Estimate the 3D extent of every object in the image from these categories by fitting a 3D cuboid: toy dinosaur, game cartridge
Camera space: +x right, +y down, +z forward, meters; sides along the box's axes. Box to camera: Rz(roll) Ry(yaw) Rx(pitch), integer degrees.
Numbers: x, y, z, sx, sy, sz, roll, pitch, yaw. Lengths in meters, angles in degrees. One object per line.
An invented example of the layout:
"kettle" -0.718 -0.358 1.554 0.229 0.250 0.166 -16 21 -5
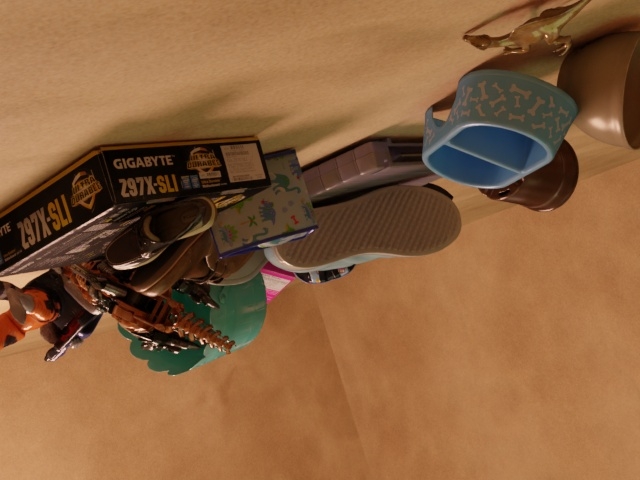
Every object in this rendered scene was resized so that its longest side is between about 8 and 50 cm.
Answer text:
"toy dinosaur" -0.274 0.100 1.449 0.164 0.322 0.218 -44 156 5
"toy dinosaur" 0.252 -0.237 1.029 0.183 0.053 0.093 -21 172 32
"game cartridge" 0.098 -0.119 1.659 0.230 0.068 0.355 -16 175 35

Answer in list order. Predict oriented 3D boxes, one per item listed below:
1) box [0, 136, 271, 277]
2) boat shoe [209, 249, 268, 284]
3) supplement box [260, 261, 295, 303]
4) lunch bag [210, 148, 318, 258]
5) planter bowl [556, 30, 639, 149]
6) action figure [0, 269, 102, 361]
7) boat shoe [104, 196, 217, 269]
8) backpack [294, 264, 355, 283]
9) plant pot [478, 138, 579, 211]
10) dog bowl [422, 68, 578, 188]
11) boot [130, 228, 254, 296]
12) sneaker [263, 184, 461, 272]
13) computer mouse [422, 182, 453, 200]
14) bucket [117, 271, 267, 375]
"box" -0.265 -0.042 1.242 0.322 0.079 0.257 -23 174 42
"boat shoe" -0.152 0.012 1.727 0.091 0.114 0.302 -11 -172 36
"supplement box" -0.147 0.068 2.052 0.114 0.111 0.220 17 145 -24
"lunch bag" -0.097 -0.051 1.380 0.151 0.128 0.096 -16 173 -21
"planter bowl" 0.392 -0.209 1.290 0.109 0.162 0.162 10 -168 35
"action figure" -0.467 0.085 1.664 0.341 0.178 0.330 -41 172 24
"boat shoe" -0.198 -0.013 1.115 0.152 0.056 0.049 -29 166 12
"backpack" 0.000 0.000 1.899 0.158 0.173 0.117 -18 174 1
"plant pot" 0.408 -0.141 1.898 0.165 0.166 0.167 -1 164 -45
"dog bowl" 0.241 -0.147 1.328 0.166 0.074 0.297 20 167 -9
"boot" -0.178 0.024 1.426 0.112 0.115 0.305 -23 -167 28
"sneaker" 0.068 -0.021 1.678 0.366 0.135 0.150 -5 178 -21
"computer mouse" 0.159 -0.089 2.133 0.184 0.060 0.262 -9 177 -45
"bucket" -0.254 0.118 1.855 0.281 0.281 0.183 -22 174 38
